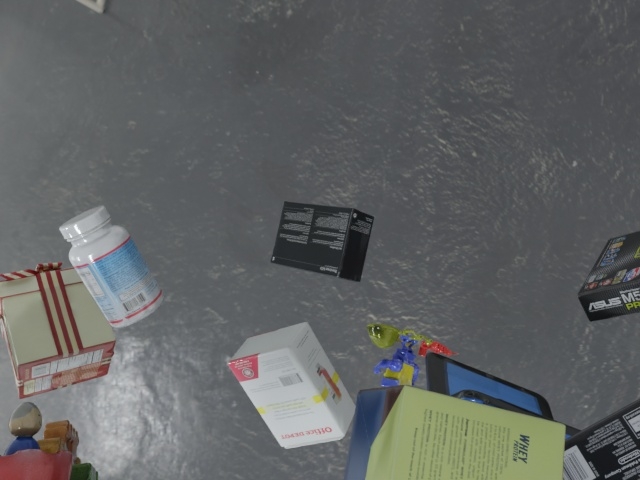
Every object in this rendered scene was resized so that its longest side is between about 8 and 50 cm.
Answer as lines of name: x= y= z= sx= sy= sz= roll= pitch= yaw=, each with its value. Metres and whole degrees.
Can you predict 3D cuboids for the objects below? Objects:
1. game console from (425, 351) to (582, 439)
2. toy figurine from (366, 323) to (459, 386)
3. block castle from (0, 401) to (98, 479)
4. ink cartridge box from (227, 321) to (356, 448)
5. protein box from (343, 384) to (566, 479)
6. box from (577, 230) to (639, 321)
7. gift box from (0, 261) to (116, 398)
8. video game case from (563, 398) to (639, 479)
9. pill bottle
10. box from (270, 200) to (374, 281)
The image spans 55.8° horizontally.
game console: x=0.364 y=0.302 z=1.156 sx=0.293 sy=0.250 sz=0.173 roll=21 pitch=60 yaw=-5
toy figurine: x=0.265 y=0.403 z=1.886 sx=0.191 sy=0.363 sz=0.217 roll=9 pitch=77 yaw=37
block castle: x=-0.419 y=0.330 z=0.694 sx=0.453 sy=0.303 sz=0.212 roll=118 pitch=149 yaw=-60
ink cartridge box: x=-0.092 y=0.504 z=2.088 sx=0.279 sy=0.160 sz=0.384 roll=-20 pitch=107 yaw=30
protein box: x=0.141 y=0.284 z=0.677 sx=0.136 sy=0.201 sz=0.199 roll=139 pitch=145 yaw=-66
box: x=0.627 y=0.044 z=1.131 sx=0.216 sy=0.270 sz=0.060 roll=-23 pitch=99 yaw=44
gift box: x=-0.675 y=0.208 z=1.488 sx=0.255 sy=0.277 sz=0.258 roll=-53 pitch=54 yaw=45
video game case: x=0.425 y=0.361 z=0.793 sx=0.275 sy=0.035 sz=0.248 roll=-39 pitch=53 yaw=21
pill bottle: x=-0.294 y=0.036 z=0.850 sx=0.087 sy=0.087 sz=0.160 roll=-12 pitch=113 yaw=30
box: x=0.000 y=0.000 z=1.646 sx=0.261 sy=0.103 sz=0.184 roll=10 pitch=83 yaw=43
